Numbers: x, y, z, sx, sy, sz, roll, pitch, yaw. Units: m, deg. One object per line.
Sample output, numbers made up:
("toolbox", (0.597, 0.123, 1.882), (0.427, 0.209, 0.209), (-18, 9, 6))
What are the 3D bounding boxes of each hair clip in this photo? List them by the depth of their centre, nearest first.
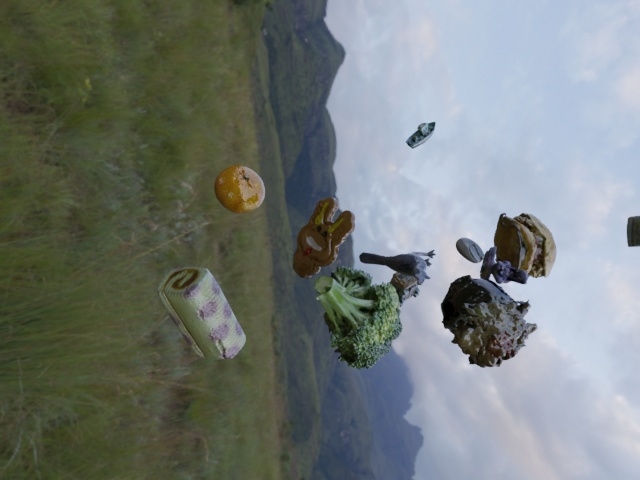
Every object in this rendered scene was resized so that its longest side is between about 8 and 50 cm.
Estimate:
("hair clip", (0.584, 0.089, 1.598), (0.278, 0.091, 0.136), (-136, -127, -83))

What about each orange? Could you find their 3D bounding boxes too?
("orange", (-0.279, -0.179, 1.671), (0.178, 0.155, 0.177), (36, 36, -31))

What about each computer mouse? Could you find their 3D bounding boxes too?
("computer mouse", (0.462, 0.026, 1.479), (0.096, 0.066, 0.039), (45, -36, 26))

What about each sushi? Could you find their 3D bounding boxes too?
("sushi", (0.481, 0.238, 1.395), (0.238, 0.225, 0.218), (-52, -159, 24))

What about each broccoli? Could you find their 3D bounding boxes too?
("broccoli", (0.124, 0.207, 1.515), (0.375, 0.250, 0.301), (-99, 178, -51))

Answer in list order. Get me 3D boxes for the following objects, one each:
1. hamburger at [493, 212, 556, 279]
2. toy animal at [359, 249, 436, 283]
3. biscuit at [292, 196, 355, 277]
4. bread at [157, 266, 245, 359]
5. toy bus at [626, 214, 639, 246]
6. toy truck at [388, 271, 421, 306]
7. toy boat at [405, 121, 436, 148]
("hamburger", (0.715, 0.019, 1.688), (0.244, 0.163, 0.244), (174, -90, -88))
("toy animal", (0.322, 0.080, 1.758), (0.367, 0.206, 0.081), (22, -59, 60))
("biscuit", (-0.002, 0.000, 1.638), (0.186, 0.044, 0.295), (41, -71, 37))
("bread", (-0.398, 0.248, 1.635), (0.155, 0.187, 0.338), (-58, 137, -43))
("toy bus", (1.102, -0.026, 1.411), (0.136, 0.330, 0.108), (26, 65, -80))
("toy truck", (0.381, 0.204, 2.225), (0.140, 0.108, 0.256), (56, -11, 24))
("toy boat", (0.388, -0.413, 1.844), (0.059, 0.140, 0.066), (49, -6, 39))
